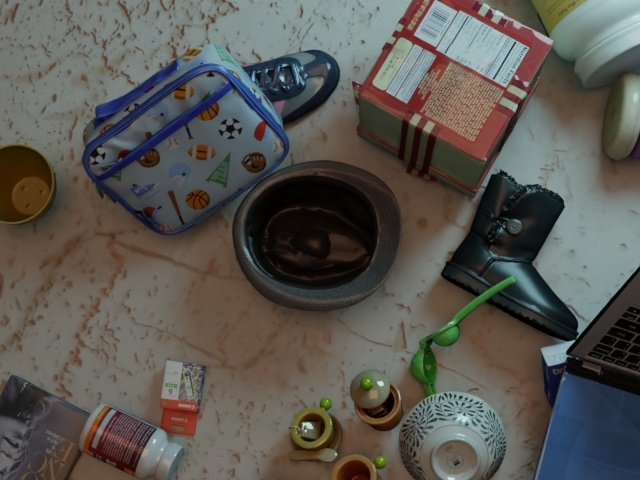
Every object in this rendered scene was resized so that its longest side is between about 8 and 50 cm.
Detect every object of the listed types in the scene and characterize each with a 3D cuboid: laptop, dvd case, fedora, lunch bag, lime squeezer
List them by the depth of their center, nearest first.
[{"bbox_3d":[0.550,0.274,1.546,0.382,0.408,0.236,18,48,-7],"label":"laptop"},{"bbox_3d":[-0.221,-0.154,1.703,0.303,0.243,0.115,-33,37,14],"label":"lunch bag"},{"bbox_3d":[0.202,0.178,1.704,0.110,0.059,0.310,31,106,40],"label":"lime squeezer"},{"bbox_3d":[0.000,0.000,1.741,0.275,0.124,0.244,0,78,10],"label":"fedora"},{"bbox_3d":[-0.485,0.353,1.760,0.164,0.018,0.221,26,82,7],"label":"dvd case"}]

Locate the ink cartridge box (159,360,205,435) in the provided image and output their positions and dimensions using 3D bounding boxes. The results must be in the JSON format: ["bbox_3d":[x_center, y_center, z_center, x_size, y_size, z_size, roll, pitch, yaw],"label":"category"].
[{"bbox_3d":[-0.226,0.256,1.756,0.062,0.029,0.115,7,80,4],"label":"ink cartridge box"}]

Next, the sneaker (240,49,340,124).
[{"bbox_3d":[-0.118,-0.242,1.788,0.319,0.131,0.112,-23,78,-1],"label":"sneaker"}]

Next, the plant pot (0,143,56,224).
[{"bbox_3d":[-0.495,-0.084,1.800,0.134,0.095,0.134,-1,80,4],"label":"plant pot"}]

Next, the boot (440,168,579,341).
[{"bbox_3d":[0.341,0.022,1.731,0.246,0.094,0.207,30,86,14],"label":"boot"}]

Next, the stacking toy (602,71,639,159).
[{"bbox_3d":[0.633,-0.181,1.738,0.330,0.141,0.141,7,80,1],"label":"stacking toy"}]

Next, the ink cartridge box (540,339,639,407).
[{"bbox_3d":[0.453,0.193,1.692,0.207,0.097,0.046,-13,37,1],"label":"ink cartridge box"}]

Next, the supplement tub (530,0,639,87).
[{"bbox_3d":[0.446,-0.428,1.739,0.228,0.228,0.316,-22,79,-1],"label":"supplement tub"}]

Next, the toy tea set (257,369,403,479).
[{"bbox_3d":[0.003,0.341,1.643,0.200,0.124,0.336,11,65,24],"label":"toy tea set"}]

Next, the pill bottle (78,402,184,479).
[{"bbox_3d":[-0.299,0.326,1.719,0.152,0.086,0.086,23,82,8],"label":"pill bottle"}]

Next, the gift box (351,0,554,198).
[{"bbox_3d":[0.194,-0.249,1.707,0.276,0.258,0.255,34,83,9],"label":"gift box"}]

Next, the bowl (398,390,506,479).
[{"bbox_3d":[0.206,0.325,1.665,0.170,0.080,0.170,0,100,2],"label":"bowl"}]
